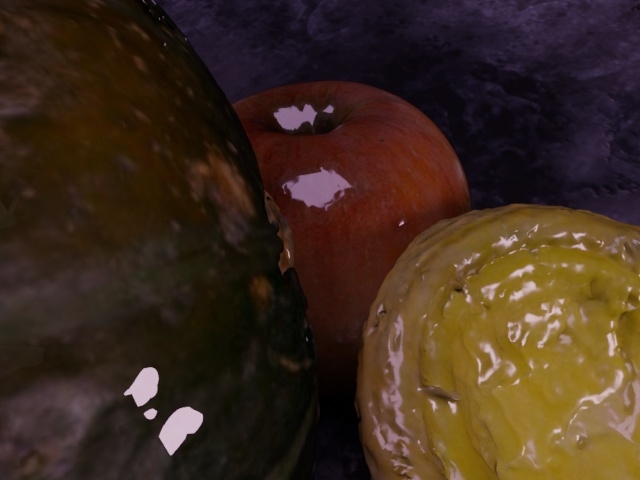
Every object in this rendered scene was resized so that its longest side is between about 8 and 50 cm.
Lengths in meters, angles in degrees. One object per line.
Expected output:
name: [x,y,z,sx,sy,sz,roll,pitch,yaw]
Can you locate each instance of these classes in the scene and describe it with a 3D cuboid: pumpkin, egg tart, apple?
pumpkin: [-0.178,0.048,0.497,0.343,0.454,0.454,-17,48,-21]
egg tart: [0.174,0.138,0.602,0.345,0.132,0.345,9,55,-13]
apple: [0.000,0.000,0.741,0.253,0.254,0.254,-5,49,5]
